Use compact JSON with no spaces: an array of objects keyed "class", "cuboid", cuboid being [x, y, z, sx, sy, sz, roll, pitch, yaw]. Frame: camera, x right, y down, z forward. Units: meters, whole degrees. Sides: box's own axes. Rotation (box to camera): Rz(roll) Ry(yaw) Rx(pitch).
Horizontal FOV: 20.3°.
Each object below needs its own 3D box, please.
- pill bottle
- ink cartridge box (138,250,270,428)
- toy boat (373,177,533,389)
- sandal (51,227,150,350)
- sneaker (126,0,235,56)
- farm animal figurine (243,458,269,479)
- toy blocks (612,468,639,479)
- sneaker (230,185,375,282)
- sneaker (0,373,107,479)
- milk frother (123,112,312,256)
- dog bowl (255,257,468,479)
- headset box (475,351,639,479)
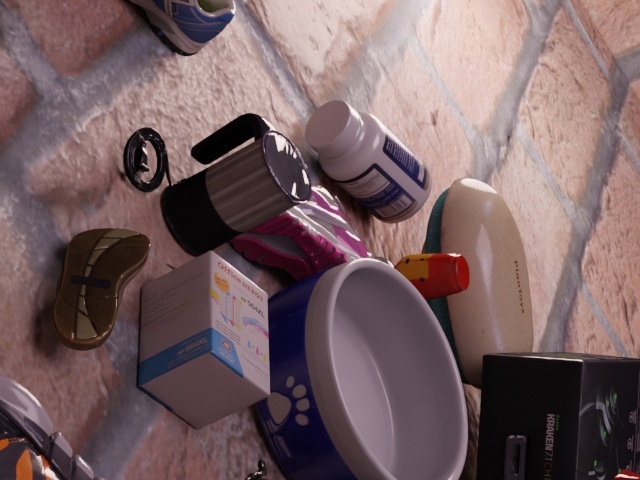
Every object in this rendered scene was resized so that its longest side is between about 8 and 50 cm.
[{"class":"pill bottle","cuboid":[0.057,-0.101,2.210,0.169,0.094,0.094,41,33,-40]},{"class":"ink cartridge box","cuboid":[-0.110,0.087,1.704,0.092,0.090,0.143,41,33,-39]},{"class":"toy boat","cuboid":[0.152,0.052,2.196,0.318,0.148,0.267,9,74,-64]},{"class":"sandal","cuboid":[-0.203,0.046,1.605,0.072,0.049,0.180,13,37,-1]},{"class":"sneaker","cuboid":[-0.179,-0.296,1.963,0.211,0.081,0.080,42,34,-36]},{"class":"farm animal figurine","cuboid":[0.024,0.364,1.505,0.330,0.172,0.327,32,46,-1]},{"class":"toy blocks","cuboid":[0.280,0.396,1.943,0.381,0.191,0.261,-49,119,-17]},{"class":"sneaker","cuboid":[0.000,0.000,1.991,0.252,0.103,0.111,44,33,-37]},{"class":"sneaker","cuboid":[-0.206,0.259,1.340,0.321,0.124,0.180,43,33,-15]},{"class":"milk frother","cuboid":[-0.108,-0.070,1.812,0.143,0.135,0.129,13,54,-59]},{"class":"dog bowl","cuboid":[0.044,0.158,1.883,0.265,0.104,0.265,37,42,-43]},{"class":"headset box","cuboid":[0.296,0.261,2.168,0.283,0.131,0.246,5,88,-62]}]
